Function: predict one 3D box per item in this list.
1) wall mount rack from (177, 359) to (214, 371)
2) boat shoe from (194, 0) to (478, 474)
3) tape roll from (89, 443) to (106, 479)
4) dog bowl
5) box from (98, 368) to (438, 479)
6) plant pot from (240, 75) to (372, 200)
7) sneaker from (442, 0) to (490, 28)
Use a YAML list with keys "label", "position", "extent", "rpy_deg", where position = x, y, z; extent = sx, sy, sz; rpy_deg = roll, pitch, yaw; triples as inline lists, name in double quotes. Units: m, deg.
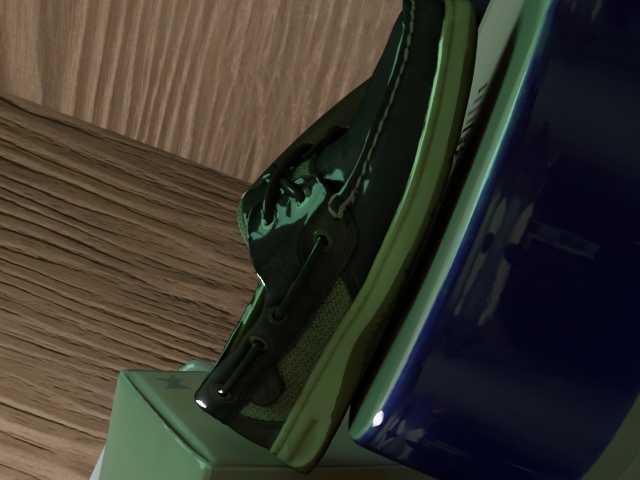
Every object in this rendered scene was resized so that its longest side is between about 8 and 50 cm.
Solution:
- label: "wall mount rack"
  position: [-0.035, 0.191, 1.039]
  extent: [0.350, 0.130, 0.304]
  rpy_deg: [-39, -37, -52]
- label: "boat shoe"
  position: [0.000, 0.000, 0.494]
  extent: [0.080, 0.073, 0.223]
  rpy_deg: [-76, 4, -60]
- label: "tape roll"
  position: [-0.126, 0.312, 1.379]
  extent: [0.286, 0.286, 0.100]
  rpy_deg: [111, 179, -51]
- label: "dog bowl"
  position: [0.104, -0.021, 0.501]
  extent: [0.265, 0.104, 0.265]
  rpy_deg: [-160, 90, -90]
- label: "box"
  position: [-0.051, 0.232, 0.640]
  extent: [0.121, 0.148, 0.311]
  rpy_deg: [32, 114, 57]
- label: "plant pot"
  position: [0.076, -0.070, 1.160]
  extent: [0.230, 0.215, 0.215]
  rpy_deg: [-55, -3, -17]
- label: "sneaker"
  position: [0.156, -0.203, 1.234]
  extent: [0.350, 0.131, 0.148]
  rpy_deg: [-27, -45, -80]
